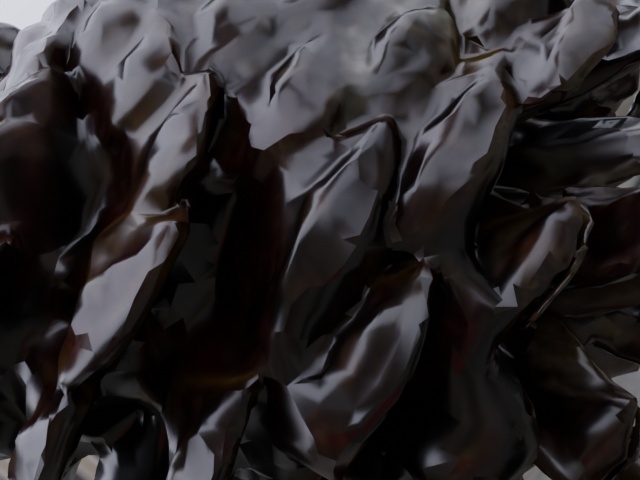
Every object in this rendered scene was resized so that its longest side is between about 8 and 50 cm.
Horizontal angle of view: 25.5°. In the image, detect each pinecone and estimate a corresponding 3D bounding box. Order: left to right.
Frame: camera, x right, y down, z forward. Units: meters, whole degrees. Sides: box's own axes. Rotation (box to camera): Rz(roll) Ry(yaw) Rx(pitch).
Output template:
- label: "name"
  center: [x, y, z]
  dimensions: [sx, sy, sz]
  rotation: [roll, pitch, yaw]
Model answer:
- label: "pinecone"
  center: [0.003, 0.006, 0.498]
  dimensions: [0.298, 0.295, 0.242]
  rotation: [-56, -27, -47]
